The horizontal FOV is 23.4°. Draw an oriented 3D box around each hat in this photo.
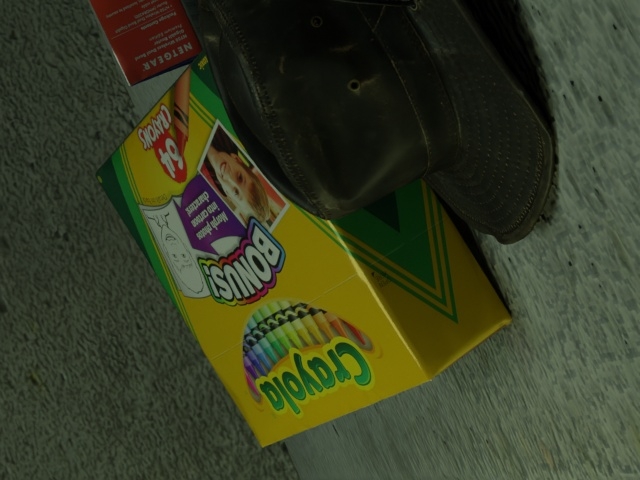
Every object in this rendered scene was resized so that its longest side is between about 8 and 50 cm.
[{"bbox_3d":[0.003,-0.108,1.042,0.331,0.134,0.331,48,164,19],"label":"hat"}]

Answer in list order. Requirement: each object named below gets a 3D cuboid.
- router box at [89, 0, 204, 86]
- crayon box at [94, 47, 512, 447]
[{"bbox_3d":[-0.190,-0.320,1.572,0.335,0.082,0.301,-67,-47,-78],"label":"router box"},{"bbox_3d":[-0.034,0.001,1.354,0.313,0.106,0.363,59,152,2],"label":"crayon box"}]
